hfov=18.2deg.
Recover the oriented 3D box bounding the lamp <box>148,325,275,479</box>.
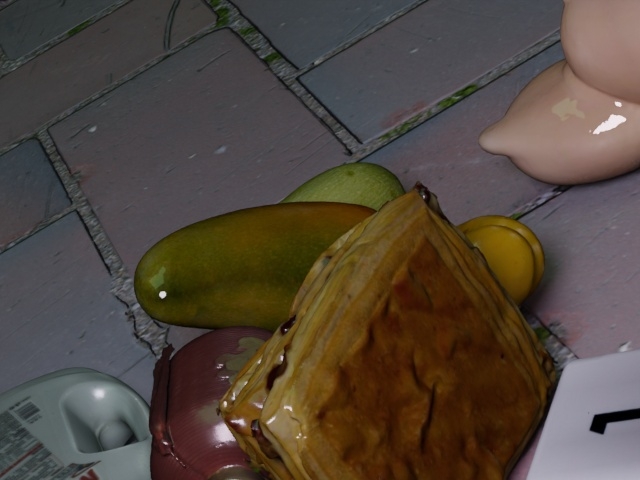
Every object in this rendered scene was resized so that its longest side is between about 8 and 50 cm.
[{"bbox_3d":[-0.083,0.179,1.895,0.180,0.180,0.258,-24,28,10],"label":"lamp"}]

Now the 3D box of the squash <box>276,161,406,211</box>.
[{"bbox_3d":[0.000,0.000,2.178,0.247,0.132,0.132,-42,30,-24],"label":"squash"}]

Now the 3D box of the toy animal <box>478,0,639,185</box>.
[{"bbox_3d":[0.337,-0.217,2.104,0.345,0.247,0.277,-6,33,38],"label":"toy animal"}]

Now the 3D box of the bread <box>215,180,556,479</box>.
[{"bbox_3d":[0.048,0.135,1.753,0.167,0.277,0.324,-11,35,40],"label":"bread"}]

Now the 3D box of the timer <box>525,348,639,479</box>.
[{"bbox_3d":[0.283,0.200,1.487,0.195,0.192,0.194,-12,31,29],"label":"timer"}]

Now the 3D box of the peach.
[{"bbox_3d":[0.143,0.043,1.969,0.179,0.103,0.179,-39,5,4],"label":"peach"}]

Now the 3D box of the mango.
[{"bbox_3d":[-0.054,0.028,2.005,0.289,0.129,0.146,1,50,-21],"label":"mango"}]

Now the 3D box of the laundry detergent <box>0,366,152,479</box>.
[{"bbox_3d":[-0.237,0.266,1.956,0.264,0.124,0.398,-35,29,-17],"label":"laundry detergent"}]
